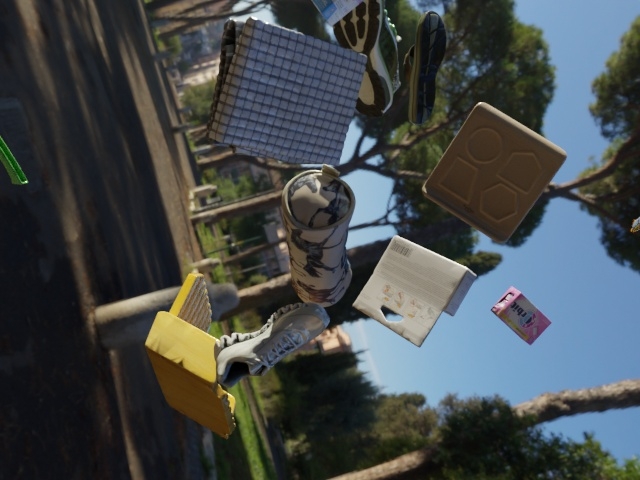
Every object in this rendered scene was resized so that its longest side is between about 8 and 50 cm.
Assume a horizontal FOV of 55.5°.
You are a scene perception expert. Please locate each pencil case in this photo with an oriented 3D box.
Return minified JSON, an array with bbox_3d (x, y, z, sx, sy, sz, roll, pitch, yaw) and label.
[{"bbox_3d":[0.000,0.000,1.467,0.410,0.160,0.183,88,16,-59],"label":"pencil case"}]

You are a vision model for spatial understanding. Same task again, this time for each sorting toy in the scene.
[{"bbox_3d":[0.327,-0.128,1.160,0.193,0.208,0.038,34,14,9],"label":"sorting toy"}]

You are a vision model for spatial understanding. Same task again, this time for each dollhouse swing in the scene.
[{"bbox_3d":[-0.312,0.319,1.759,0.315,0.305,0.346,23,-38,19],"label":"dollhouse swing"}]

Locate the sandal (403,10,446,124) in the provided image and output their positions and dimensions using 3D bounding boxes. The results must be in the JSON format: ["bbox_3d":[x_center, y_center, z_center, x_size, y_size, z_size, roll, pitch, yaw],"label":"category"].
[{"bbox_3d":[0.268,-0.473,1.670,0.086,0.120,0.302,25,-64,40],"label":"sandal"}]

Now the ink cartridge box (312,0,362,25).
[{"bbox_3d":[0.043,-0.488,1.126,0.089,0.143,0.092,56,13,4],"label":"ink cartridge box"}]

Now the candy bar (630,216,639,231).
[{"bbox_3d":[0.887,-0.052,1.681,0.161,0.018,0.040,31,75,-73],"label":"candy bar"}]

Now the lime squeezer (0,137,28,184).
[{"bbox_3d":[-0.454,-0.230,0.797,0.059,0.110,0.310,-21,117,-57],"label":"lime squeezer"}]

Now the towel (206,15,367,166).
[{"bbox_3d":[-0.069,-0.270,1.130,0.121,0.284,0.234,38,-63,48],"label":"towel"}]

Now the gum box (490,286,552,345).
[{"bbox_3d":[0.661,0.248,2.013,0.188,0.107,0.062,40,4,-22],"label":"gum box"}]

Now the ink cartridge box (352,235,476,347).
[{"bbox_3d":[0.270,0.150,1.797,0.066,0.261,0.296,34,-4,-43],"label":"ink cartridge box"}]

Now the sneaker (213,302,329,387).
[{"bbox_3d":[-0.108,0.237,1.349,0.110,0.292,0.118,55,15,-25],"label":"sneaker"}]

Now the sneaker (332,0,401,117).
[{"bbox_3d":[0.146,-0.555,1.657,0.158,0.182,0.410,17,-47,31],"label":"sneaker"}]
